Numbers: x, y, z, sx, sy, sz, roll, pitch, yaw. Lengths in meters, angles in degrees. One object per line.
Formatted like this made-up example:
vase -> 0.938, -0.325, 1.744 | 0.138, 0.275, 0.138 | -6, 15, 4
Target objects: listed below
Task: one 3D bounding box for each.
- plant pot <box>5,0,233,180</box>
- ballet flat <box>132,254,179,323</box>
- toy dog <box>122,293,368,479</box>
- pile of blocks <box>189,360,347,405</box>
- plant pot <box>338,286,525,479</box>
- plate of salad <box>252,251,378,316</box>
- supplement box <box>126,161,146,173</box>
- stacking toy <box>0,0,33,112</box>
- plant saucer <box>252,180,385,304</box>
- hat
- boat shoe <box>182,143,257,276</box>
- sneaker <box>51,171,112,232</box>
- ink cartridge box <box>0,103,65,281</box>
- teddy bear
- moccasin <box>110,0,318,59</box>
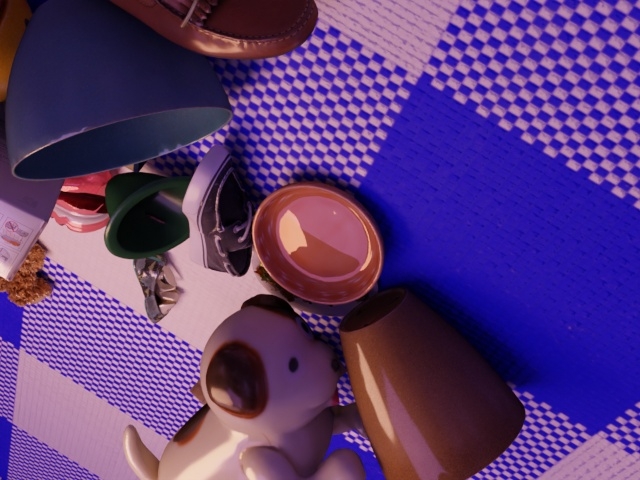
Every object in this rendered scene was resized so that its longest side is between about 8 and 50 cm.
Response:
plant pot -> -0.279, -0.213, 1.576 | 0.290, 0.290, 0.195 | -24, 82, 53
ballet flat -> -0.281, 0.088, 2.150 | 0.070, 0.070, 0.188 | 20, 150, 19
toy dog -> -0.096, 0.281, 1.917 | 0.395, 0.284, 0.407 | 25, 126, 15
pile of blocks -> -0.084, 0.263, 2.133 | 0.112, 0.149, 0.362 | 46, 145, -20
plant pot -> 0.142, 0.204, 1.815 | 0.237, 0.237, 0.254 | -13, 113, 49
plate of salad -> -0.011, 0.063, 1.864 | 0.200, 0.048, 0.199 | 12, 143, 9
supplement box -> -0.291, -0.159, 1.821 | 0.083, 0.056, 0.083 | 29, 148, 6
stacking toy -> -0.511, -0.296, 1.680 | 0.351, 0.350, 0.480 | 0, 155, 41
plant saucer -> 0.000, 0.000, 1.756 | 0.200, 0.037, 0.200 | 11, 123, 17
hat -> -0.300, -0.089, 1.894 | 0.183, 0.209, 0.173 | 53, 139, 31
boat shoe -> -0.137, -0.032, 1.816 | 0.102, 0.108, 0.301 | 26, 150, 10
sneaker -> -0.467, -0.138, 1.982 | 0.314, 0.116, 0.136 | 25, 135, 4
ink cartridge box -> -0.531, -0.125, 1.779 | 0.309, 0.272, 0.130 | 29, 119, -15
teddy bear -> -0.631, 0.010, 2.324 | 0.245, 0.113, 0.338 | 10, 150, 43
moccasin -> -0.174, -0.331, 1.427 | 0.380, 0.139, 0.147 | 34, 158, 16
